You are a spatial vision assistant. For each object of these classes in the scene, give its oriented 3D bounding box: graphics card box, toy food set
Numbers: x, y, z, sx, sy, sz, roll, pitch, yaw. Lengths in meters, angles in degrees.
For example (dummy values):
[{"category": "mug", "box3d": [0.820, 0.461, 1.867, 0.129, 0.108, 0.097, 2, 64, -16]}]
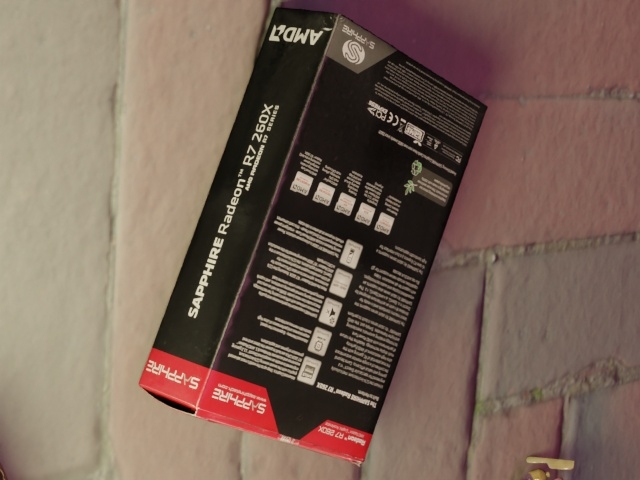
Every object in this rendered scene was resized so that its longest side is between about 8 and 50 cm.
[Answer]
[{"category": "graphics card box", "box3d": [0.000, 0.000, 1.407, 0.233, 0.094, 0.370, 23, 85, -44]}, {"category": "toy food set", "box3d": [0.247, 0.298, 1.716, 0.019, 0.078, 0.122, 55, 42, -55]}]

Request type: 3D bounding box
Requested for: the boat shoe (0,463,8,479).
[{"category": "boat shoe", "box3d": [-0.267, 0.277, 1.225, 0.123, 0.123, 0.342, -47, 129, -64]}]
